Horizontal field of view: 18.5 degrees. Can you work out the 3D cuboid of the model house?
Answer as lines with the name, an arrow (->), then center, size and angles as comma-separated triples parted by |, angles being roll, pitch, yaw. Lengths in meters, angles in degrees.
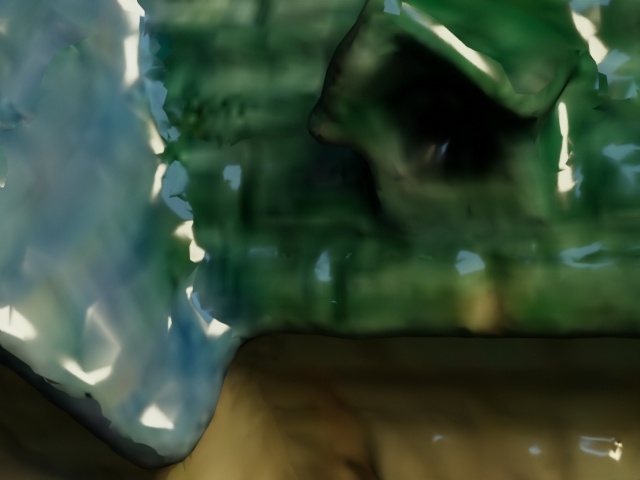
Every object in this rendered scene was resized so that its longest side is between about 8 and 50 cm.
model house -> 0.000, 0.000, 0.741 | 0.445, 0.400, 0.395 | 2, 42, 27
